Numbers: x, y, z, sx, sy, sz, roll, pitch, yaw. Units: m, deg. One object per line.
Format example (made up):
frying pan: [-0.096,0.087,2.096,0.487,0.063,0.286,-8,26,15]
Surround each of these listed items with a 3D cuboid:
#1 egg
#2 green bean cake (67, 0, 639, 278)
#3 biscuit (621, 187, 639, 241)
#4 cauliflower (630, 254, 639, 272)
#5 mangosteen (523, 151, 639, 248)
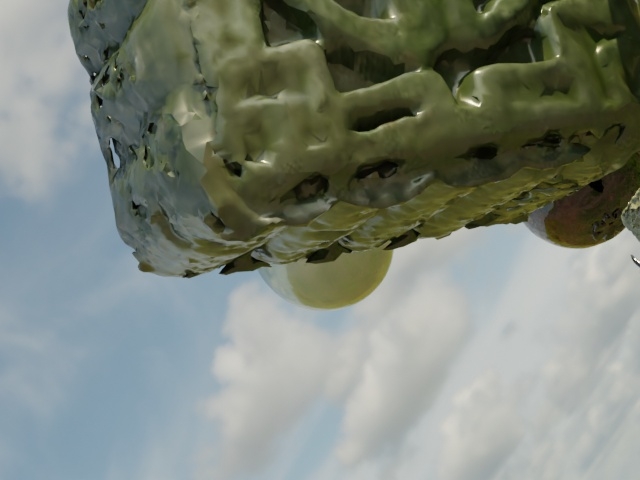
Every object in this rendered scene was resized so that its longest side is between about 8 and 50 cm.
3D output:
egg: [0.000,0.000,1.363,0.151,0.151,0.209,-56,-18,5]
green bean cake: [0.012,-0.123,0.561,0.241,0.255,0.132,-8,-10,-23]
biscuit: [0.413,0.012,1.246,0.046,0.250,0.147,-20,-29,-41]
cauliflower: [0.403,0.070,1.084,0.256,0.315,0.239,-23,-39,-43]
mangosteen: [0.308,-0.088,1.562,0.200,0.200,0.200,-47,-19,-22]
